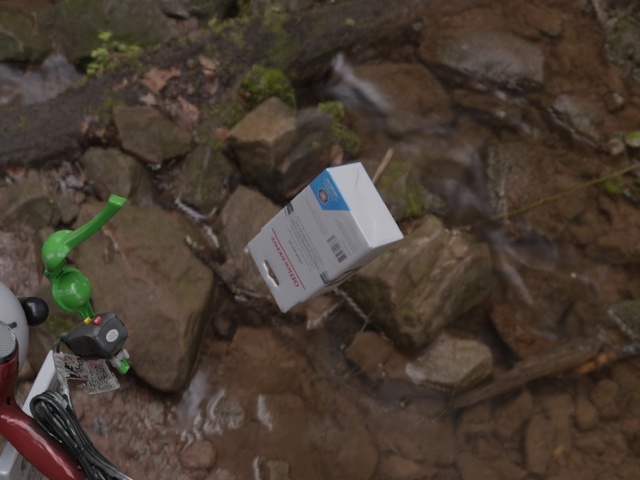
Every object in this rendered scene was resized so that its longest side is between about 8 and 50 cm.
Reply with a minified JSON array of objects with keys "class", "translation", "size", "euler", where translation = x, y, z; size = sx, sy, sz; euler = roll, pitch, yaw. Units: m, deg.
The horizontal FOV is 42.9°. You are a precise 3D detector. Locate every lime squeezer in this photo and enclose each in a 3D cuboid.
[{"class":"lime squeezer","translation":[-0.290,0.047,1.019],"size":[0.110,0.310,0.059],"euler":[9,42,-3]}]

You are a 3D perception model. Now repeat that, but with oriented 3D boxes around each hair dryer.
[{"class":"hair dryer","translation":[-0.289,0.179,0.760],"size":[0.293,0.224,0.080],"euler":[-3,13,26]}]

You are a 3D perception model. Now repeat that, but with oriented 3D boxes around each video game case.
[{"class":"video game case","translation":[-0.317,0.225,0.902],"size":[0.019,0.143,0.157],"euler":[12,44,-2]}]

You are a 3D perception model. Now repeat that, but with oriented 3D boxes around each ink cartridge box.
[{"class":"ink cartridge box","translation":[0.000,0.000,0.954],"size":[0.060,0.180,0.104],"euler":[-18,75,-45]}]

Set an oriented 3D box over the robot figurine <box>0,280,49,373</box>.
[{"class":"robot figurine","translation":[-0.456,0.123,0.964],"size":[0.173,0.278,0.209],"euler":[39,60,-29]}]
